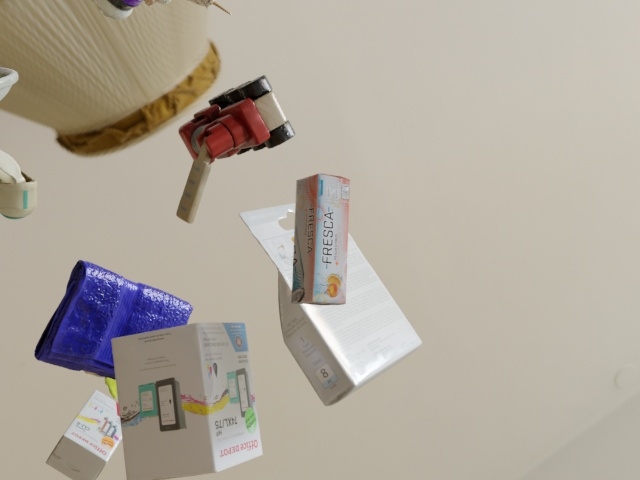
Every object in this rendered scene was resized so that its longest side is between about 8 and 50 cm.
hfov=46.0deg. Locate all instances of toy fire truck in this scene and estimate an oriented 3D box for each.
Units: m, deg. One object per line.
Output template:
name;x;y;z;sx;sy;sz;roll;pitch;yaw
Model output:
toy fire truck;-0.189;-0.158;1.339;0.246;0.159;0.217;-35;-162;-24

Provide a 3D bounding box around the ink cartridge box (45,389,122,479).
ink cartridge box;-0.571;0.495;1.881;0.127;0.128;0.176;-53;-173;30

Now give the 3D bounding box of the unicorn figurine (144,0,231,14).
unicorn figurine;-0.209;-0.398;1.158;0.161;0.111;0.060;-22;-116;-32

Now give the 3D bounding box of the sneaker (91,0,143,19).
sneaker;-0.351;-0.509;1.179;0.146;0.293;0.102;-22;-159;35

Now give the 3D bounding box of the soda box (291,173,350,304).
soda box;0.000;0.000;1.074;0.063;0.058;0.183;-11;-106;58

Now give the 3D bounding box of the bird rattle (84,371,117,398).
bird rattle;-0.626;0.314;2.044;0.206;0.253;0.143;-5;-132;37

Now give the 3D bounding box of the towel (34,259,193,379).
towel;-0.438;0.197;1.649;0.076;0.308;0.228;20;-96;48

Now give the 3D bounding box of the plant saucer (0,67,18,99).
plant saucer;-0.886;-0.315;1.696;0.400;0.101;0.400;-1;-159;0

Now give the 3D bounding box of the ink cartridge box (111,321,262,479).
ink cartridge box;-0.255;0.307;1.460;0.197;0.270;0.198;-12;170;20

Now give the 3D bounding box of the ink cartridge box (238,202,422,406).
ink cartridge box;0.007;0.105;1.488;0.091;0.385;0.308;-42;166;29

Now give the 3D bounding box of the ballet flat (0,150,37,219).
ballet flat;-0.554;-0.134;1.251;0.248;0.086;0.086;37;-116;20
